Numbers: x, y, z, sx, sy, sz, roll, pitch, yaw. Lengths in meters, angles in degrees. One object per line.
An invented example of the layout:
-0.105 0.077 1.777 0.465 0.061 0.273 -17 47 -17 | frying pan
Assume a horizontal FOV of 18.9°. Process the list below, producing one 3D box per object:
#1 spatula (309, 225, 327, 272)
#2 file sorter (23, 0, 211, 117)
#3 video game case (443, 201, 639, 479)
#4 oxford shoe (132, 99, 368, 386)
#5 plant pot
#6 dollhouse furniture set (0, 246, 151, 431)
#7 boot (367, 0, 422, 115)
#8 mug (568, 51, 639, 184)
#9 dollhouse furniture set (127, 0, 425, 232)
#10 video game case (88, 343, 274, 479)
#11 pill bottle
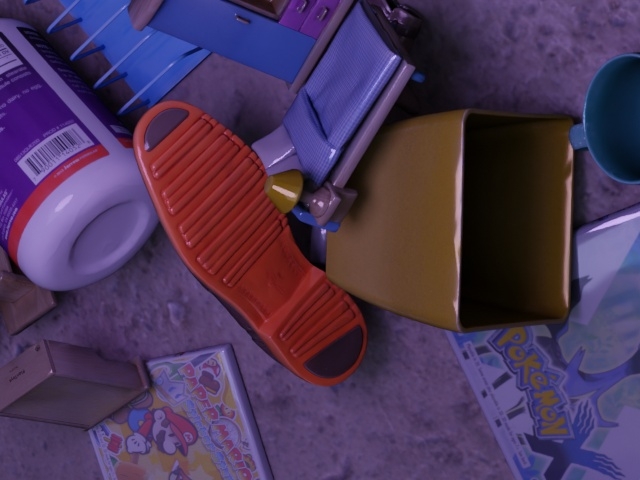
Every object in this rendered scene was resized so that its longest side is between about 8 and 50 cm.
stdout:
0.000 0.000 2.092 0.084 0.030 0.297 8 109 19 | spatula
-0.216 -0.232 2.062 0.118 0.104 0.170 -39 90 26 | file sorter
0.310 0.145 2.018 0.300 0.036 0.329 -23 97 25 | video game case
-0.096 0.005 2.002 0.132 0.130 0.364 17 145 58 | oxford shoe
0.121 -0.024 1.936 0.187 0.212 0.212 3 93 37 | plant pot
-0.314 0.079 2.187 0.212 0.161 0.242 -34 62 25 | dollhouse furniture set
0.078 -0.198 1.998 0.118 0.042 0.087 40 113 5 | boot
0.328 -0.125 1.891 0.157 0.097 0.129 36 122 47 | mug
-0.026 -0.212 1.858 0.198 0.303 0.286 19 118 -27 | dollhouse furniture set
-0.165 0.244 2.230 0.206 0.026 0.227 -12 101 23 | video game case
-0.318 -0.110 2.038 0.323 0.181 0.181 47 117 24 | pill bottle
